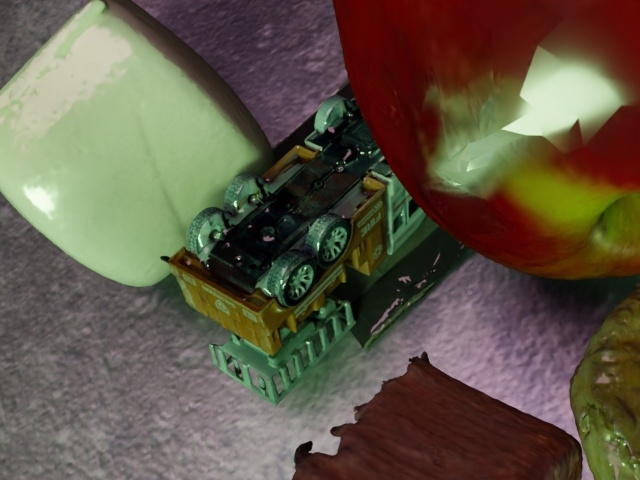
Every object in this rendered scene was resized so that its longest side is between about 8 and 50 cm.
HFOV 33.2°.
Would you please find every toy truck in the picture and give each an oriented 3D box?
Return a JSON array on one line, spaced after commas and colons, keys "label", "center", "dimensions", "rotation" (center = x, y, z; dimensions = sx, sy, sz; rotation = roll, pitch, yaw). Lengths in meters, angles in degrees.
[{"label": "toy truck", "center": [0.001, 0.000, 0.662], "dimensions": [0.080, 0.115, 0.178], "rotation": [28, 58, 31]}]

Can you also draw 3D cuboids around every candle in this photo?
[{"label": "candle", "center": [0.023, 0.200, 0.478], "dimensions": [0.131, 0.287, 0.317], "rotation": [21, 73, 24]}]

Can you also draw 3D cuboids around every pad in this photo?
[{"label": "pad", "center": [0.064, -0.059, 0.734], "dimensions": [0.233, 0.022, 0.174], "rotation": [-44, 59, -1]}]

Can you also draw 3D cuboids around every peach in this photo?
[{"label": "peach", "center": [0.129, -0.151, 0.558], "dimensions": [0.281, 0.281, 0.338], "rotation": [-17, 64, 14]}]

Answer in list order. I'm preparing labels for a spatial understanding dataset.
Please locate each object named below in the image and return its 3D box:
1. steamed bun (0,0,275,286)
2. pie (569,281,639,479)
[{"label": "steamed bun", "center": [-0.126, -0.066, 0.708], "dimensions": [0.146, 0.164, 0.241], "rotation": [-44, 17, 2]}, {"label": "pie", "center": [0.209, 0.101, 0.531], "dimensions": [0.195, 0.046, 0.195], "rotation": [10, 57, -15]}]
